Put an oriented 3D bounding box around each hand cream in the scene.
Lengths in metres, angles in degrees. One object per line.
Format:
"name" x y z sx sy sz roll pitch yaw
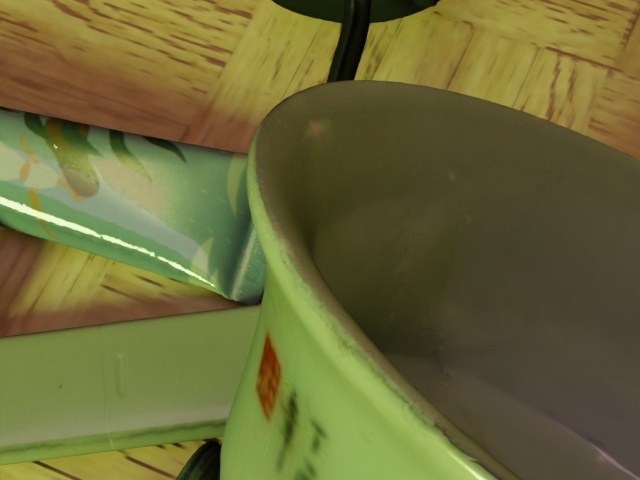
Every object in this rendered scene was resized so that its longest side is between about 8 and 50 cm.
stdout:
"hand cream" -0.142 -0.034 0.787 0.256 0.055 0.088 15 63 5

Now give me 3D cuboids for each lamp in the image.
"lamp" -0.035 -0.015 0.728 0.109 0.130 0.371 20 70 6

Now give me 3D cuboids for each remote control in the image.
"remote control" -0.133 0.077 0.738 0.261 0.029 0.067 -7 60 -1

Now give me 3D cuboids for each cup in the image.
"cup" 0.101 0.096 0.577 0.347 0.163 0.347 22 26 -12
